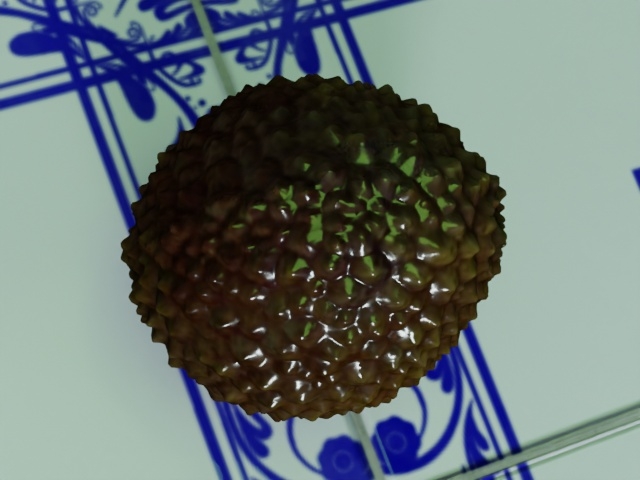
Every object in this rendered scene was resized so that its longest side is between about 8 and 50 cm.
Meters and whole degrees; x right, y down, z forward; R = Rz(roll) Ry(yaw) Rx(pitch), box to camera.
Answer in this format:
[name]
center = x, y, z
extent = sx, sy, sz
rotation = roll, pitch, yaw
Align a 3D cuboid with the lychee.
[lychee]
center = 0.000, 0.000, 1.314
extent = 0.267, 0.267, 0.268
rotation = 5, 71, -15
